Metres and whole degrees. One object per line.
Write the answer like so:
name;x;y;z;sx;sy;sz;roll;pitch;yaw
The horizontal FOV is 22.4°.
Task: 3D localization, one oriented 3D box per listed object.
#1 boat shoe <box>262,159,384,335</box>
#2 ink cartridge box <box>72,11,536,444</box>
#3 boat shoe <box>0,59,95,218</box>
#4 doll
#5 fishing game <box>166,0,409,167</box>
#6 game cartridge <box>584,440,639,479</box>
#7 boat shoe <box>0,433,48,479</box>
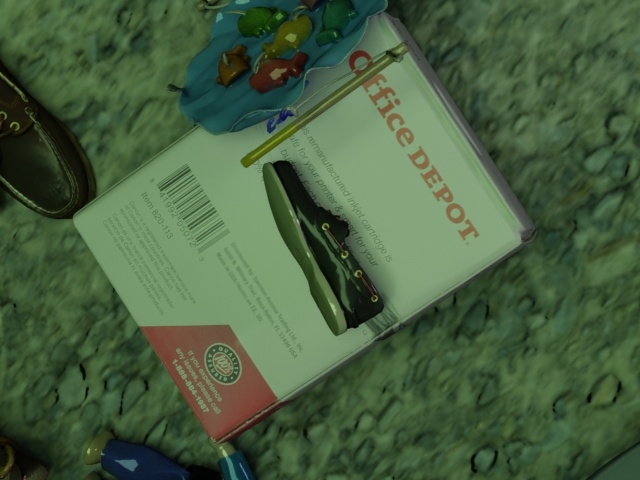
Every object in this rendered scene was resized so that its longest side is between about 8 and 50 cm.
boat shoe;0.000;0.000;1.134;0.042;0.049;0.133;-26;80;-14
ink cartridge box;-0.008;-0.011;1.217;0.283;0.117;0.207;-34;85;13
boat shoe;-0.265;-0.099;1.300;0.073;0.073;0.207;-42;84;12
doll;-0.099;0.210;1.289;0.189;0.046;0.129;20;99;12
fishing game;-0.034;-0.154;1.163;0.189;0.264;0.041;-32;123;13
game cartridge;0.240;0.251;1.127;0.294;0.060;0.196;-36;84;-25
boat shoe;-0.278;0.201;1.305;0.123;0.123;0.342;-18;89;0
